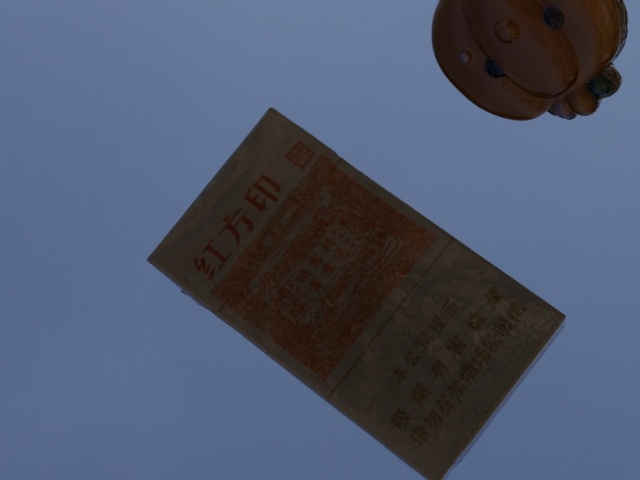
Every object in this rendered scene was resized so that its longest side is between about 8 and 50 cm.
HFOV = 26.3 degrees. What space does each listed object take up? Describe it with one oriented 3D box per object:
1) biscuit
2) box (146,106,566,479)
[{"bbox_3d":[0.176,-0.165,1.147,0.050,0.170,0.170,-47,-58,-51],"label":"biscuit"},{"bbox_3d":[0.031,0.050,1.336,0.204,0.365,0.051,-52,-16,-7],"label":"box"}]
